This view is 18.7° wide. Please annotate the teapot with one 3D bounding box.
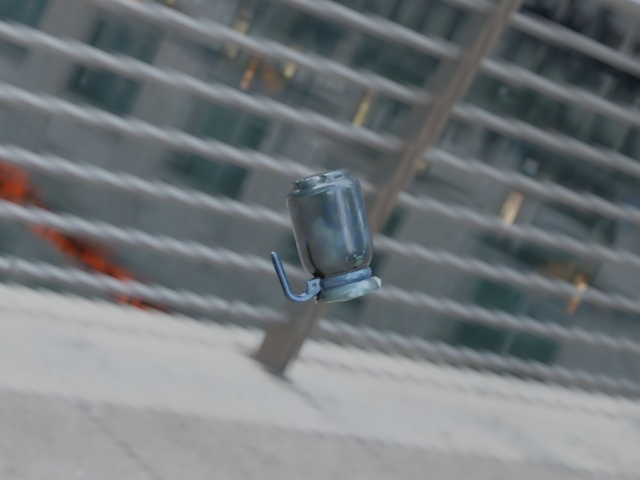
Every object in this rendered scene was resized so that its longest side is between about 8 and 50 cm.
[{"bbox_3d":[0.004,-0.001,1.236,0.049,0.083,0.063,-11,4,39],"label":"teapot"}]
